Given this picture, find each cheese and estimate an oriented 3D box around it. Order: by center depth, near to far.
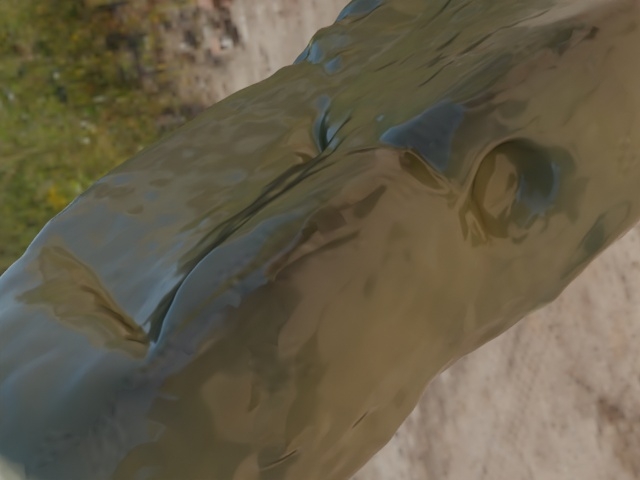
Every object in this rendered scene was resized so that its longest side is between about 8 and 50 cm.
[{"bbox_3d":[0.001,0.002,0.447,0.093,0.263,0.159,59,165,-21],"label":"cheese"}]
